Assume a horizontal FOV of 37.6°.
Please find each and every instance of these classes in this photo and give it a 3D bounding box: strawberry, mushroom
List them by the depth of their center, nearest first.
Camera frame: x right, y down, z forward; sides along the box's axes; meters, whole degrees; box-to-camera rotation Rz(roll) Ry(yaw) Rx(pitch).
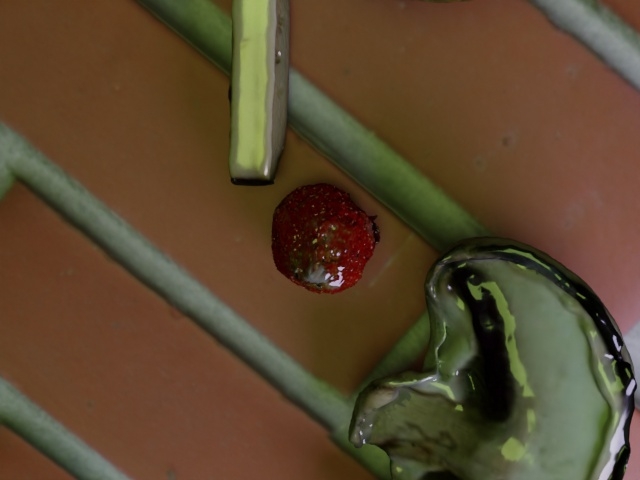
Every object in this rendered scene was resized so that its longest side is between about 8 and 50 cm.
[{"bbox_3d":[-0.001,0.001,0.834,0.106,0.106,0.106,2,102,8],"label":"strawberry"},{"bbox_3d":[0.150,0.160,0.837,0.248,0.130,0.344,7,102,23],"label":"mushroom"}]

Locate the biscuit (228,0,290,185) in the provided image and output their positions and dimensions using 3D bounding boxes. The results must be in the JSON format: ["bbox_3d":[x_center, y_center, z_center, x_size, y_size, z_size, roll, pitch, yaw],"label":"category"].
[{"bbox_3d":[-0.057,-0.143,0.830,0.052,0.056,0.188,3,101,8],"label":"biscuit"}]

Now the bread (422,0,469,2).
[{"bbox_3d":[0.086,-0.313,0.711,0.227,0.142,0.253,22,94,-13],"label":"bread"}]
